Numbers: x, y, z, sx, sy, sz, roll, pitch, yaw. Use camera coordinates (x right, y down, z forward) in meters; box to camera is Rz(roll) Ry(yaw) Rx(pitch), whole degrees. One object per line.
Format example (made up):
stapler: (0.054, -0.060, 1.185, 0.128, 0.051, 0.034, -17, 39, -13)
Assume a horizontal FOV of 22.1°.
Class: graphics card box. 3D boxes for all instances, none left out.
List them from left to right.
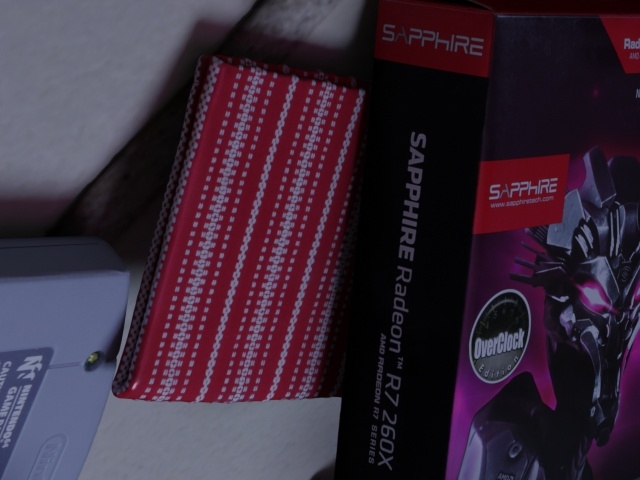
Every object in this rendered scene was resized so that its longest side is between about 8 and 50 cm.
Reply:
graphics card box: (0.121, 0.033, 1.011, 0.233, 0.094, 0.370, -7, 108, -48)

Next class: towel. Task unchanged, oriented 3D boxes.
towel: (0.000, 0.000, 0.968, 0.275, 0.031, 0.198, 5, 103, -51)

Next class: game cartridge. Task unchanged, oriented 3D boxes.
game cartridge: (-0.215, 0.125, 0.872, 0.196, 0.060, 0.294, 1, 123, -46)

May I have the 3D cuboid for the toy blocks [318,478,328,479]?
toy blocks: (0.069, 0.279, 1.246, 0.288, 0.260, 0.309, -37, -175, 37)
